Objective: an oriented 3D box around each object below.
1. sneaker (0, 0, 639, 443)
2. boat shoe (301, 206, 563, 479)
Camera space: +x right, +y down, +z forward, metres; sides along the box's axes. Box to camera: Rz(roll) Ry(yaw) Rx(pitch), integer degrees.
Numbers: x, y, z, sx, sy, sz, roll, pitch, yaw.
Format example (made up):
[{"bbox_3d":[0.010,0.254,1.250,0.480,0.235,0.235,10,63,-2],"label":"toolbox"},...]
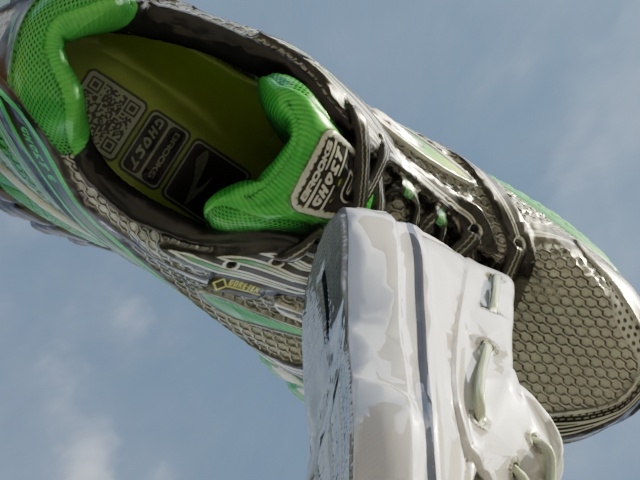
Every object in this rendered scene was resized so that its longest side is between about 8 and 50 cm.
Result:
[{"bbox_3d":[0.000,0.000,0.836,0.344,0.146,0.134,25,-97,-16],"label":"sneaker"},{"bbox_3d":[0.036,0.062,0.575,0.076,0.226,0.083,12,-55,-7],"label":"boat shoe"}]
